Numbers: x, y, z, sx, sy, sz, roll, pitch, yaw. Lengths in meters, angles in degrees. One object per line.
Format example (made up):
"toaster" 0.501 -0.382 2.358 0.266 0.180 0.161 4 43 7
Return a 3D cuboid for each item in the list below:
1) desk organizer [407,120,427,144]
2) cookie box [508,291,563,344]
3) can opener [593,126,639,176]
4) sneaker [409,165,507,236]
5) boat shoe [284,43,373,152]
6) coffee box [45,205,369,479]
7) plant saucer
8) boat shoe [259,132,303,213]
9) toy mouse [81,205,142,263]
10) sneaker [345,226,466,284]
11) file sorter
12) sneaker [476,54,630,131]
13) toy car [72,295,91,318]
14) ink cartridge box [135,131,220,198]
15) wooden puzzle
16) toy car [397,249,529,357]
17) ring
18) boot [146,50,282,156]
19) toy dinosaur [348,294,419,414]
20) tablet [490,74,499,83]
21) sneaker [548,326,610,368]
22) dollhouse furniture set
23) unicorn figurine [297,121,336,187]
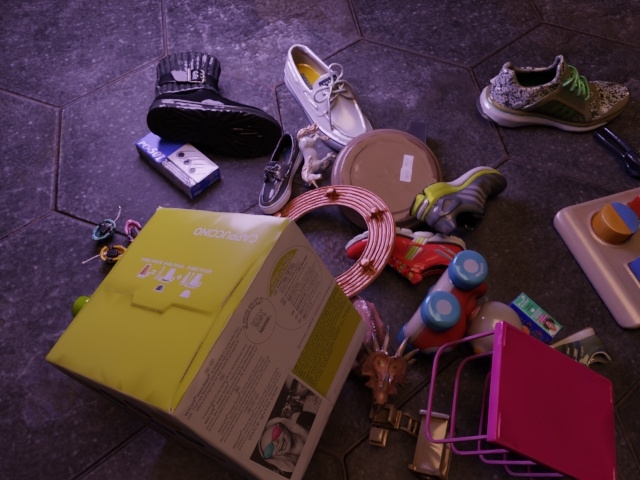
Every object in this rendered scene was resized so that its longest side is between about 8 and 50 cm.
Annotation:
"desk organizer" 0.247 -0.243 1.458 0.047 0.050 0.130 8 60 2
"cookie box" 0.447 0.176 1.205 0.040 0.091 0.107 -38 69 -23
"can opener" 0.795 -0.235 1.473 0.059 0.073 0.186 -23 54 -5
"sneaker" 0.342 -0.082 1.311 0.300 0.111 0.121 -23 60 -33
"boat shoe" 0.024 -0.388 1.470 0.136 0.156 0.367 -26 65 -15
"coffee box" -0.175 0.175 0.978 0.338 0.334 0.338 6 55 38
"plant saucer" 0.164 -0.151 1.371 0.278 0.041 0.277 0 75 0
"boat shoe" -0.102 -0.171 1.375 0.080 0.076 0.228 4 55 31
"toy mouse" -0.467 -0.012 1.311 0.161 0.031 0.143 -7 61 -7
"sneaker" 0.195 0.041 1.269 0.279 0.107 0.118 3 67 1
"file sorter" 0.355 0.310 1.011 0.291 0.182 0.202 29 57 -21
"sneaker" 0.636 -0.398 1.485 0.411 0.182 0.158 -3 60 -4
"toy car" -0.388 0.126 1.184 0.155 0.149 0.188 10 49 15
"ink cartridge box" -0.358 -0.201 1.414 0.207 0.046 0.097 39 65 18
"wooden puzzle" 0.782 0.010 1.319 0.348 0.080 0.322 -17 63 -11
"toy car" 0.311 0.179 1.131 0.238 0.219 0.210 35 65 11
"ring" 0.000 0.000 1.248 0.337 0.032 0.336 -13 50 16
"boot" -0.267 -0.365 1.464 0.348 0.131 0.260 11 44 -13
"toy dinosaur" 0.097 0.195 1.118 0.127 0.200 0.295 -20 63 -13
"tablet" 0.535 -0.462 1.619 0.083 0.006 0.054 -34 67 -20
"sneaker" 0.522 0.254 1.178 0.192 0.064 0.086 -20 58 -16
"dollhouse furniture set" 0.162 0.423 1.076 0.161 0.101 0.181 3 58 28
"unicorn figurine" -0.015 -0.207 1.405 0.111 0.060 0.161 -25 84 -31
